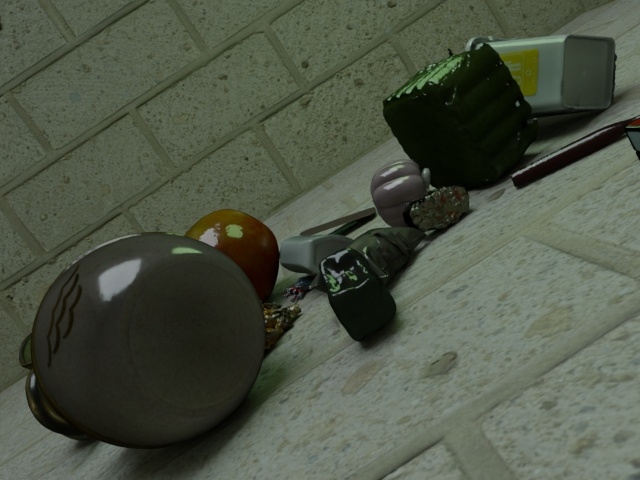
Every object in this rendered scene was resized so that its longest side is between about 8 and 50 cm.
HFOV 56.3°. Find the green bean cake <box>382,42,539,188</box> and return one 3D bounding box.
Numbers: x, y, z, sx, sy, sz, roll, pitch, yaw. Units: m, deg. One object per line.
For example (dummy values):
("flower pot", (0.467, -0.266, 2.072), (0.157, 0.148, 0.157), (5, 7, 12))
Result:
("green bean cake", (0.353, -0.312, 1.549), (0.218, 0.335, 0.319), (-38, 15, -16))

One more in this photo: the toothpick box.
("toothpick box", (-0.342, 0.193, 1.178), (0.426, 0.408, 0.409), (-13, 23, 47))

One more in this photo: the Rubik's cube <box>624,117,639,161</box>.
("Rubik's cube", (0.516, -0.116, 0.748), (0.151, 0.154, 0.155), (-32, 12, 1))

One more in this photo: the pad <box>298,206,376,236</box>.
("pad", (0.054, -0.059, 1.962), (0.266, 0.002, 0.176), (-19, 8, 7))

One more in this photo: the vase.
("vase", (-0.631, 0.359, 1.511), (0.241, 0.302, 0.329), (-31, 13, 7))

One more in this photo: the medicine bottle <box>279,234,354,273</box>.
("medicine bottle", (-0.018, 0.039, 1.588), (0.161, 0.111, 0.296), (4, 0, -22))

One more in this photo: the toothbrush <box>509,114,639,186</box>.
("toothbrush", (0.574, -0.208, 1.262), (0.364, 0.040, 0.041), (-27, 13, 24))

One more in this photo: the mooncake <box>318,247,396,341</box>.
("mooncake", (0.062, 0.091, 1.086), (0.104, 0.175, 0.168), (-36, -30, 8))

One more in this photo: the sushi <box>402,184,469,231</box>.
("sushi", (0.270, -0.072, 1.385), (0.151, 0.090, 0.078), (-23, 2, -10))

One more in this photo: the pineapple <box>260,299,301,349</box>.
("pineapple", (-0.140, 0.169, 1.401), (0.164, 0.139, 0.250), (-31, 8, 3))

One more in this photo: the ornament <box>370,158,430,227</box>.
("ornament", (0.219, -0.123, 1.544), (0.178, 0.177, 0.177), (-32, 12, 7))

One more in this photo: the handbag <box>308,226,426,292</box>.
("handbag", (0.115, 0.039, 1.297), (0.183, 0.116, 0.270), (-5, 18, 35))

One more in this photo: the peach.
("peach", (-0.256, 0.064, 1.705), (0.308, 0.307, 0.332), (-25, 12, 37))

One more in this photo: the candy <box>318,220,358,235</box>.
("candy", (-0.001, -0.002, 1.922), (0.262, 0.073, 0.077), (-26, 13, 5))

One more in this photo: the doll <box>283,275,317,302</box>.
("doll", (-0.048, 0.120, 1.580), (0.114, 0.039, 0.057), (-39, 11, -29))

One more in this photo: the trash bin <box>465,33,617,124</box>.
("trash bin", (0.588, -0.431, 1.598), (0.296, 0.255, 0.368), (-4, 10, -25))
